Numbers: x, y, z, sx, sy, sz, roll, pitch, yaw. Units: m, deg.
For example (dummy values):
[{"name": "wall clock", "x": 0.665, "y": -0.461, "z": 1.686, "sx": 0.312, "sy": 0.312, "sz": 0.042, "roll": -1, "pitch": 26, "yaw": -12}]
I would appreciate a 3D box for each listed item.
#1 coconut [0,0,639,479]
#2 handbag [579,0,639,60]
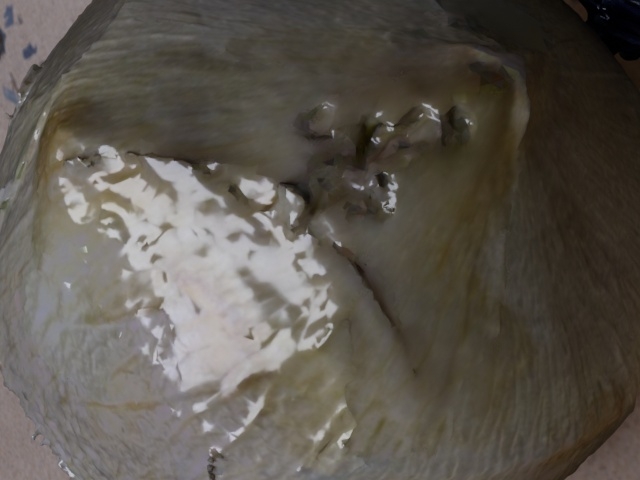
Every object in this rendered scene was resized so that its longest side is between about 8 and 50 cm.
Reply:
[{"name": "coconut", "x": 0.000, "y": 0.000, "z": 0.875, "sx": 0.346, "sy": 0.346, "sz": 0.360, "roll": 57, "pitch": 144, "yaw": 19}, {"name": "handbag", "x": 0.174, "y": -0.205, "z": 0.826, "sx": 0.162, "sy": 0.113, "sz": 0.260, "roll": 27, "pitch": 125, "yaw": 46}]
